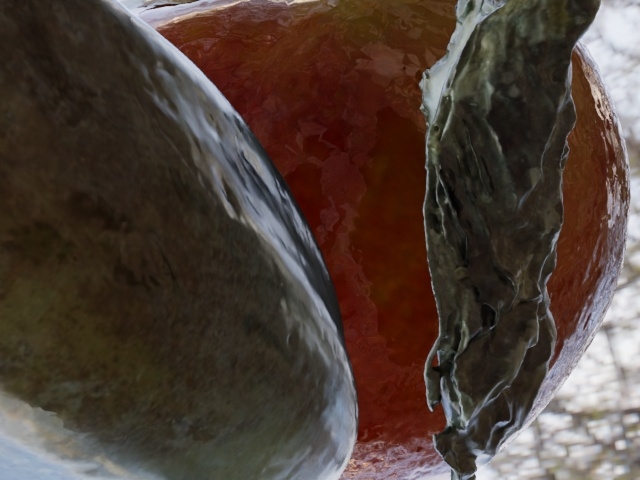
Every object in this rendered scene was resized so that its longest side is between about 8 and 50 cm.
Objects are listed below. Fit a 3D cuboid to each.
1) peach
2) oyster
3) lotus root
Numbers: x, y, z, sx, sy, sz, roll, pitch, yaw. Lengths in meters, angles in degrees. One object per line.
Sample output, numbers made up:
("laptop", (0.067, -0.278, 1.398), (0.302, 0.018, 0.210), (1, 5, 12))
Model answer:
("peach", (0.000, 0.000, 1.176), (0.388, 0.388, 0.388), (6, -104, -26))
("oyster", (0.079, 0.000, 0.931), (0.087, 0.199, 0.252), (9, -103, 9))
("lotus root", (-0.062, 0.021, 0.619), (0.140, 0.158, 0.322), (-45, -42, 0))
